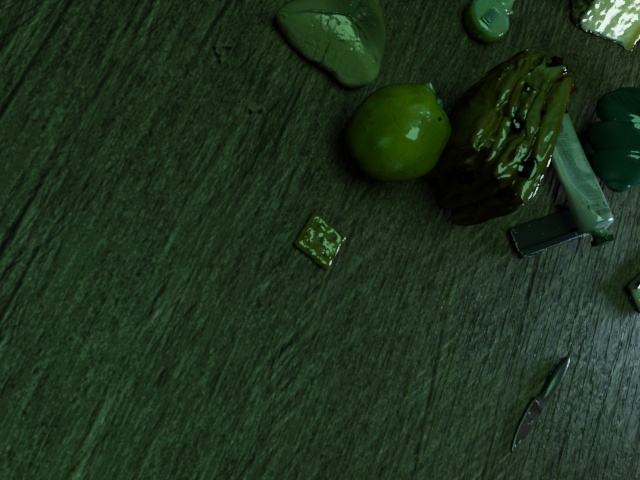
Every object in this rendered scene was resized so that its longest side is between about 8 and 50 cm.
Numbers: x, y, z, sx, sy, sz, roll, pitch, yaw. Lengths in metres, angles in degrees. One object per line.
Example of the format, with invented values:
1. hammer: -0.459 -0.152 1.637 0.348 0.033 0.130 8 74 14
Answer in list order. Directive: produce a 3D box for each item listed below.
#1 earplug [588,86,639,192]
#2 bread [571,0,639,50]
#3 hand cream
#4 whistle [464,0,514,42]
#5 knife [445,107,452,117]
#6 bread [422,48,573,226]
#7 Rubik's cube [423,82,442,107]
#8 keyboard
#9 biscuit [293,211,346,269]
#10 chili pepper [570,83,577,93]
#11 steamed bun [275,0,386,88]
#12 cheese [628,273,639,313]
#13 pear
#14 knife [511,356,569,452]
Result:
1. earplug: 0.713 -0.239 1.836 0.257 0.163 0.280 26 77 -60
2. bread: 0.773 -0.619 1.847 0.248 0.315 0.279 14 83 -23
3. hand cream: 0.561 -0.148 1.755 0.121 0.076 0.336 -7 71 -34
4. whistle: 0.393 -0.515 1.755 0.104 0.057 0.198 46 63 -5
5. knife: 0.219 -0.199 1.622 0.030 0.014 0.207 40 65 -17
6. bread: 0.328 -0.206 1.539 0.167 0.277 0.325 26 72 -16
7. Rubik's cube: 0.205 -0.270 1.593 0.073 0.075 0.084 69 22 0
8. keyboard: 0.501 -0.020 1.729 0.231 0.023 0.072 -17 80 -30
9. biscuit: 0.000 0.000 1.461 0.083 0.018 0.081 40 65 -15
10. chili pepper: 0.501 -0.349 1.777 0.191 0.059 0.050 1 71 -25
11. steamed bun: 0.057 -0.406 1.528 0.231 0.110 0.212 -38 98 -26
12. cheese: 0.858 0.042 1.898 0.400 0.034 0.085 -36 101 -29
13. pear: 0.147 -0.196 1.479 0.198 0.198 0.198 6 77 -27
14. knife: 0.450 0.332 1.628 0.035 0.018 0.247 48 63 -14
